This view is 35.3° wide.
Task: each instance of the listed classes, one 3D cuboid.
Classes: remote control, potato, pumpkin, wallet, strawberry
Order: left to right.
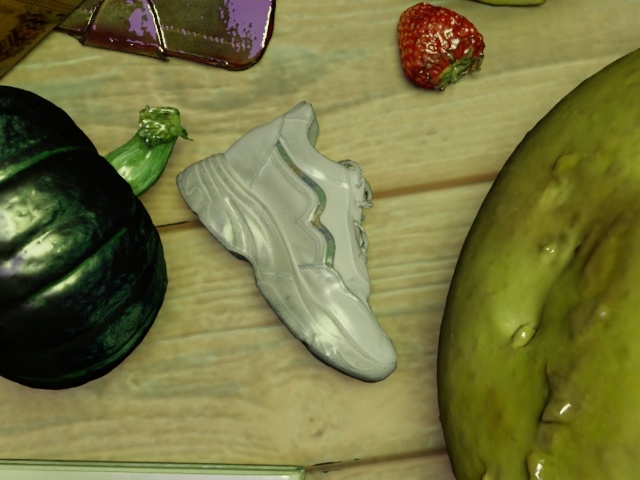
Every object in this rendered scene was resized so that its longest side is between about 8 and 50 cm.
[{"bbox_3d":[-0.204,-0.020,0.787,0.247,0.248,0.248,0,86,4],"label":"pumpkin"},{"bbox_3d":[-0.153,0.241,0.851,0.277,0.055,0.103,0,86,5],"label":"remote control"},{"bbox_3d":[-0.161,-0.234,0.897,0.255,0.031,0.137,13,92,7],"label":"wallet"},{"bbox_3d":[0.096,-0.171,0.860,0.073,0.073,0.083,-34,71,1],"label":"strawberry"},{"bbox_3d":[0.247,0.047,0.681,0.319,0.385,0.442,27,77,17],"label":"potato"}]

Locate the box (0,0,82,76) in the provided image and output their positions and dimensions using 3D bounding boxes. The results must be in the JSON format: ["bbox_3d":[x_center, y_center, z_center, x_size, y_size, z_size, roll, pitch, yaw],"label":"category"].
[{"bbox_3d":[-0.273,-0.201,0.808,0.274,0.174,0.076,-39,90,10],"label":"box"}]

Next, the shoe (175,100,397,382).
[{"bbox_3d":[0.000,0.000,0.839,0.137,0.095,0.245,-41,78,3],"label":"shoe"}]

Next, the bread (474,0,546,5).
[{"bbox_3d":[0.143,-0.289,0.811,0.197,0.197,0.171,5,93,4],"label":"bread"}]
